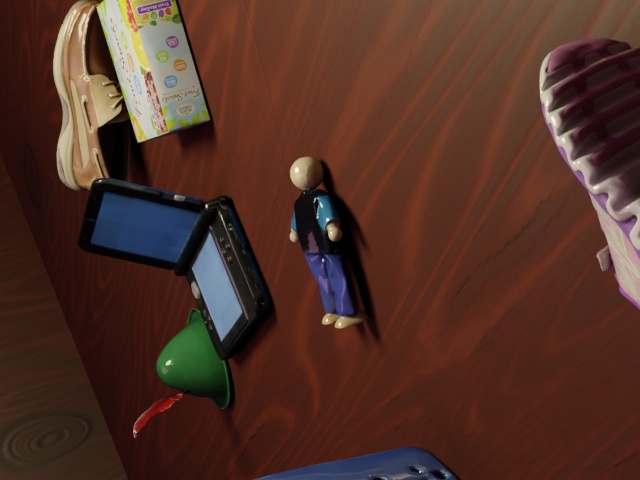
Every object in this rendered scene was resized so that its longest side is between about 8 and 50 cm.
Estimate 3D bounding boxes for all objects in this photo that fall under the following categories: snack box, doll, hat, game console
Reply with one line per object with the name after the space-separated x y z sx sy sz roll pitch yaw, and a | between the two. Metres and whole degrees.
-0.234 -0.248 1.738 0.174 0.070 0.207 1 107 68 | snack box
0.000 0.000 1.387 0.129 0.046 0.189 9 116 66 | doll
-0.256 0.216 2.019 0.173 0.183 0.208 69 159 8 | hat
-0.218 0.049 1.801 0.250 0.173 0.293 67 159 13 | game console

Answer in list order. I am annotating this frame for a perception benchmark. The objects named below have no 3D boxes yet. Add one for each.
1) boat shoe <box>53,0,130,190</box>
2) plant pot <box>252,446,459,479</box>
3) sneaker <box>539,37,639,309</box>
-0.349 -0.227 2.019 0.116 0.123 0.324 16 119 25 | boat shoe
0.063 0.360 1.241 0.212 0.236 0.236 20 113 57 | plant pot
0.207 -0.020 0.794 0.236 0.095 0.104 62 165 22 | sneaker
